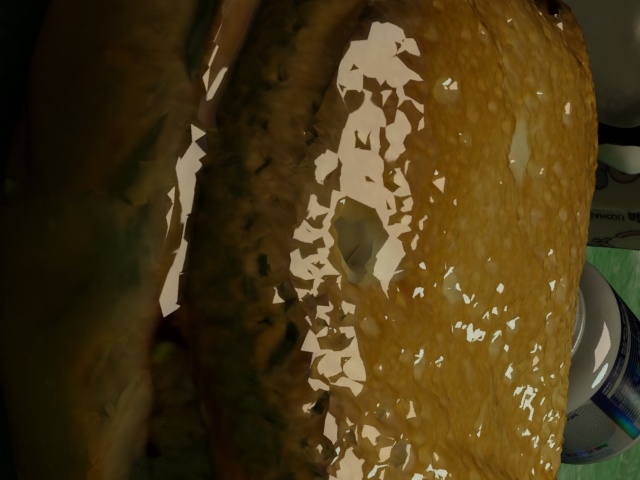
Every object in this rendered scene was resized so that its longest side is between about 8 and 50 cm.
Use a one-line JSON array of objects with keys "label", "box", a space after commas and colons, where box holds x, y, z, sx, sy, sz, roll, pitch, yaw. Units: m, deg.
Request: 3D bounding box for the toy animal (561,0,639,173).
[{"label": "toy animal", "box": [0.147, -0.141, 0.946, 0.357, 0.193, 0.258, 23, 63, -73]}]

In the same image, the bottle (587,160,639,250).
[{"label": "bottle", "box": [0.245, -0.045, 1.122, 0.097, 0.209, 0.110, 46, 52, -59]}]

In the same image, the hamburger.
[{"label": "hamburger", "box": [0.000, 0.000, 0.638, 0.290, 0.170, 0.314, 32, 64, -66]}]

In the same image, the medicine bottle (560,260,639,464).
[{"label": "medicine bottle", "box": [0.133, 0.065, 1.018, 0.191, 0.107, 0.107, 39, 59, -61]}]
